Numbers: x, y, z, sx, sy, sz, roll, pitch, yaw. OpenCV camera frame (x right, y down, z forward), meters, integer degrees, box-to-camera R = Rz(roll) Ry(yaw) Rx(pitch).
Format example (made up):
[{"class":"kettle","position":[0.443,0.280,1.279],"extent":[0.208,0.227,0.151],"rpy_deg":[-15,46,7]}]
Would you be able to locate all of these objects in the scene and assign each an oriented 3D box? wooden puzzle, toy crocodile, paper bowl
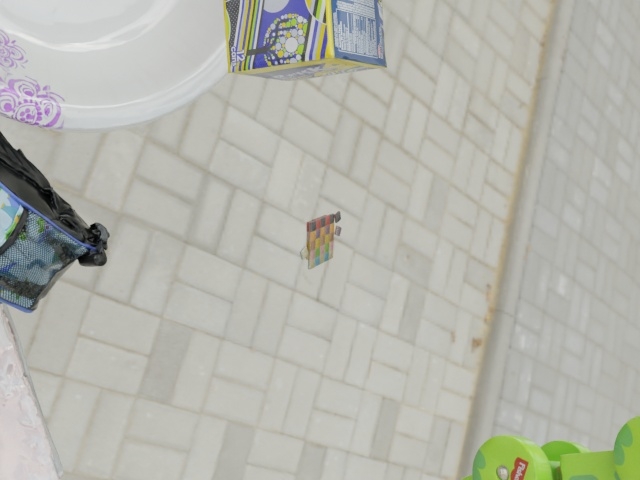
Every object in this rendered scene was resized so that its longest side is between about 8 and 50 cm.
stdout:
[{"class":"wooden puzzle","position":[0.000,0.000,0.781],"extent":[0.083,0.006,0.049],"rpy_deg":[-23,119,-58]},{"class":"toy crocodile","position":[0.240,0.204,0.610],"extent":[0.115,0.341,0.105],"rpy_deg":[17,61,-40]},{"class":"paper bowl","position":[-0.179,-0.229,0.541],"extent":[0.285,0.148,0.284],"rpy_deg":[-9,112,-23]}]

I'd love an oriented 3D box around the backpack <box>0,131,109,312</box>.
[{"class":"backpack","position":[-0.169,-0.019,0.325],"extent":[0.084,0.105,0.114],"rpy_deg":[-47,152,-10]}]

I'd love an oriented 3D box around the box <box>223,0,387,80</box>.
[{"class":"box","position":[-0.011,-0.162,0.348],"extent":[0.054,0.059,0.168],"rpy_deg":[-11,99,-59]}]

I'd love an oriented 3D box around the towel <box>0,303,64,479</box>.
[{"class":"towel","position":[-0.443,0.154,0.720],"extent":[0.317,0.053,0.331],"rpy_deg":[-14,107,-13]}]
